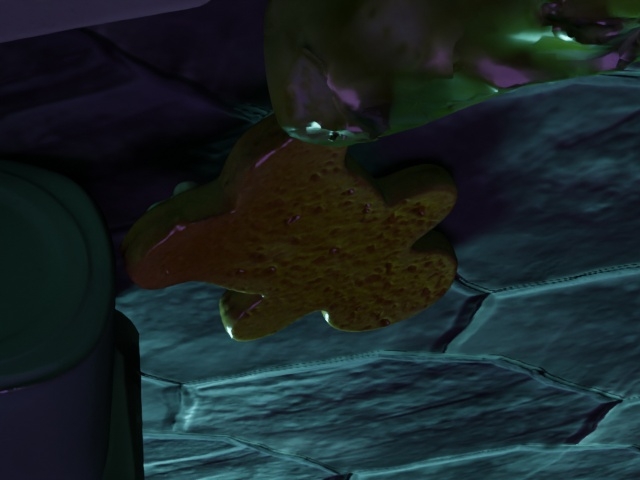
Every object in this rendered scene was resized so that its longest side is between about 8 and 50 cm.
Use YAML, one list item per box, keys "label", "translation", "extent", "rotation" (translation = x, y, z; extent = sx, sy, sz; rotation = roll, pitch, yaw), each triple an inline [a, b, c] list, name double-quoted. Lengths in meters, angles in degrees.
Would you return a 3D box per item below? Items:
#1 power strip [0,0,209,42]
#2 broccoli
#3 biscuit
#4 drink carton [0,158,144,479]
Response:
- label: "power strip"
  translation: [-0.197, -0.113, 0.588]
  extent: [0.338, 0.058, 0.098]
  rotation: [-9, 152, 8]
- label: "broccoli"
  translation: [0.132, -0.107, 0.530]
  extent: [0.361, 0.221, 0.252]
  rotation: [-14, -170, 16]
- label: "biscuit"
  translation: [-0.001, -0.001, 0.832]
  extent: [0.158, 0.035, 0.240]
  rotation: [-32, 151, 17]
- label: "drink carton"
  translation: [-0.177, 0.069, 0.807]
  extent: [0.185, 0.191, 0.189]
  rotation: [4, 144, -12]
